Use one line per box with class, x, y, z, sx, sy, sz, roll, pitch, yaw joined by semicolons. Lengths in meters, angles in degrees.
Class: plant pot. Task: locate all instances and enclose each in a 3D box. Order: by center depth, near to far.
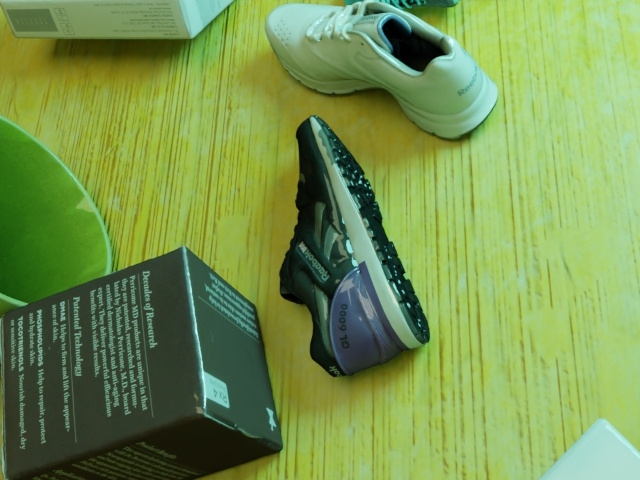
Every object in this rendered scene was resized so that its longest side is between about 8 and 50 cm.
plant pot;-0.438;0.039;0.896;0.294;0.275;0.274;-36;57;20

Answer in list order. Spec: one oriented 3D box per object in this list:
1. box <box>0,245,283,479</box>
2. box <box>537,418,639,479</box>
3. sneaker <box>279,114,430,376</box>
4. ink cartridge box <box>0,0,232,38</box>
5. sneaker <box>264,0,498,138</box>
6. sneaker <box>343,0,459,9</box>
box;-0.171;0.138;0.772;0.203;0.168;0.167;-20;59;11
box;0.159;0.332;0.551;0.345;0.168;0.215;-43;58;-2
sneaker;0.000;0.000;0.814;0.124;0.107;0.283;-28;59;14
ink cartridge box;-0.245;-0.366;1.106;0.297;0.066;0.261;7;43;24
sneaker;0.054;-0.218;0.879;0.297;0.129;0.111;24;78;30
sneaker;0.089;-0.291;0.943;0.167;0.065;0.076;29;80;39
